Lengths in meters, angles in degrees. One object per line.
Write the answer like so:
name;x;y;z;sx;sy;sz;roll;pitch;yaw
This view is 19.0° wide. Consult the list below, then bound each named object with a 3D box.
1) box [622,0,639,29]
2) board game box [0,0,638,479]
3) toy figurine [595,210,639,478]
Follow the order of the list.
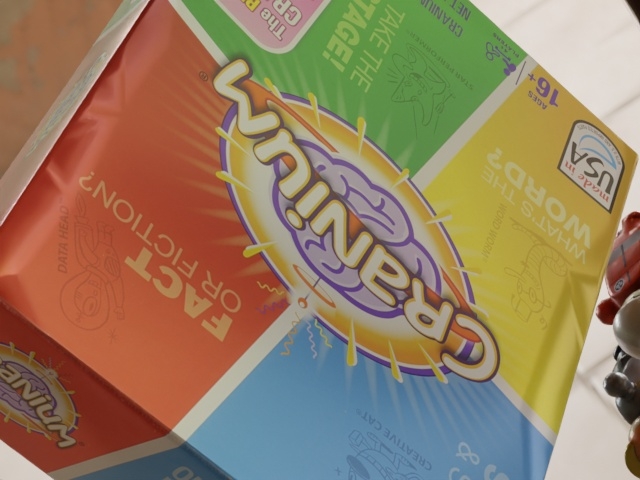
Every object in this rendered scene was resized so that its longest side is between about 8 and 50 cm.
box;0.304;-0.108;1.252;0.143;0.381;0.191;-32;3;11
board game box;0.000;0.000;0.785;0.064;0.242;0.316;-37;20;41
toy figurine;0.330;0.083;1.539;0.213;0.209;0.148;-5;38;3
